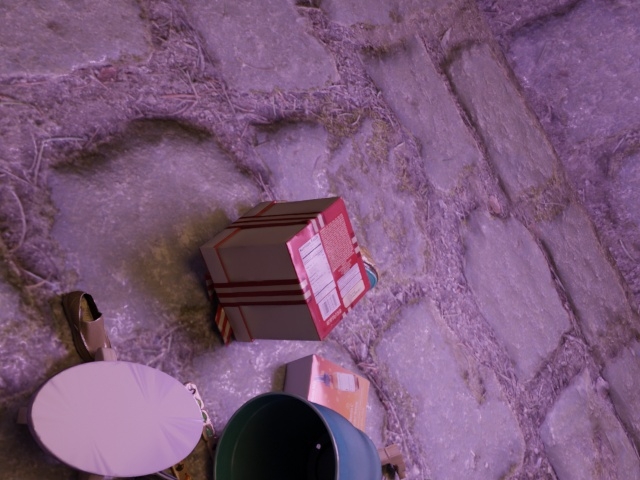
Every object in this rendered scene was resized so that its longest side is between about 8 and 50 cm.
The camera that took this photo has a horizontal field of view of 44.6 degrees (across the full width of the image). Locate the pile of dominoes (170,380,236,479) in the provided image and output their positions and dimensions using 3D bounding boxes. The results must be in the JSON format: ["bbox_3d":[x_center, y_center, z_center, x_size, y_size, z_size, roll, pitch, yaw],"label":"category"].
[{"bbox_3d":[-0.255,0.386,1.425,0.196,0.040,0.251,-21,85,-48],"label":"pile of dominoes"}]

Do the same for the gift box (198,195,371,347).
[{"bbox_3d":[-0.079,0.080,1.603,0.255,0.258,0.276,-35,116,-50],"label":"gift box"}]

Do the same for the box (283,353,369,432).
[{"bbox_3d":[0.010,0.340,1.674,0.170,0.091,0.130,31,51,-31],"label":"box"}]

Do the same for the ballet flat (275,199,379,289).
[{"bbox_3d":[0.000,0.000,1.833,0.348,0.123,0.123,36,49,-26],"label":"ballet flat"}]

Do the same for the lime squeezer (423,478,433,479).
[{"bbox_3d":[0.230,0.618,1.795,0.310,0.058,0.110,-19,114,-49],"label":"lime squeezer"}]

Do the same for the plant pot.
[{"bbox_3d":[-0.021,0.438,1.485,0.255,0.271,0.272,27,51,-54],"label":"plant pot"}]

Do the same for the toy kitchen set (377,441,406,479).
[{"bbox_3d":[0.146,0.501,1.781,0.068,0.075,0.083,-120,-165,-56],"label":"toy kitchen set"}]

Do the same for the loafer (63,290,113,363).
[{"bbox_3d":[-0.408,0.155,1.380,0.056,0.050,0.148,-27,90,-48],"label":"loafer"}]

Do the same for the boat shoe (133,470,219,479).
[{"bbox_3d":[-0.180,0.460,1.323,0.301,0.108,0.102,17,61,9],"label":"boat shoe"}]

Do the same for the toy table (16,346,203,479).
[{"bbox_3d":[-0.348,0.290,1.267,0.274,0.161,0.252,26,63,-26],"label":"toy table"}]
